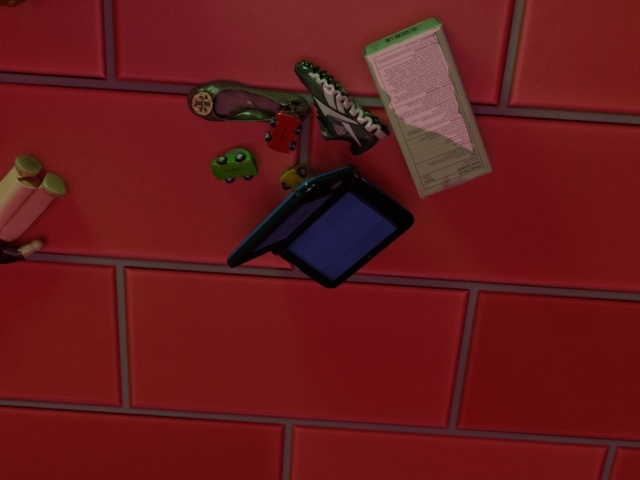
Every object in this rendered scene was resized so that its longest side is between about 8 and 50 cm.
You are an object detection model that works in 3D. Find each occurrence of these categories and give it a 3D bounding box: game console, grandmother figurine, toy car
[{"bbox_3d":[0.000,0.000,1.559,0.293,0.250,0.173,-43,80,35],"label":"game console"},{"bbox_3d":[-0.701,-0.027,1.640,0.208,0.104,0.342,41,106,-5],"label":"grandmother figurine"},{"bbox_3d":[-0.117,-0.168,1.570,0.224,0.053,0.239,-5,135,17],"label":"toy car"}]

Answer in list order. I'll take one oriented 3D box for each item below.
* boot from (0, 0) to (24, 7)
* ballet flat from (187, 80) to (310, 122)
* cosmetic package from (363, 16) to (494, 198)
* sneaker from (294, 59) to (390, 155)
[{"bbox_3d":[-0.527,-0.466,1.323,0.211,0.295,0.104,-20,101,26],"label":"boot"},{"bbox_3d":[-0.146,-0.270,1.540,0.249,0.058,0.084,7,113,-1],"label":"ballet flat"},{"bbox_3d":[0.212,-0.259,1.507,0.160,0.113,0.309,-20,112,10],"label":"cosmetic package"},{"bbox_3d":[0.024,-0.256,1.532,0.234,0.078,0.106,39,106,-16],"label":"sneaker"}]
